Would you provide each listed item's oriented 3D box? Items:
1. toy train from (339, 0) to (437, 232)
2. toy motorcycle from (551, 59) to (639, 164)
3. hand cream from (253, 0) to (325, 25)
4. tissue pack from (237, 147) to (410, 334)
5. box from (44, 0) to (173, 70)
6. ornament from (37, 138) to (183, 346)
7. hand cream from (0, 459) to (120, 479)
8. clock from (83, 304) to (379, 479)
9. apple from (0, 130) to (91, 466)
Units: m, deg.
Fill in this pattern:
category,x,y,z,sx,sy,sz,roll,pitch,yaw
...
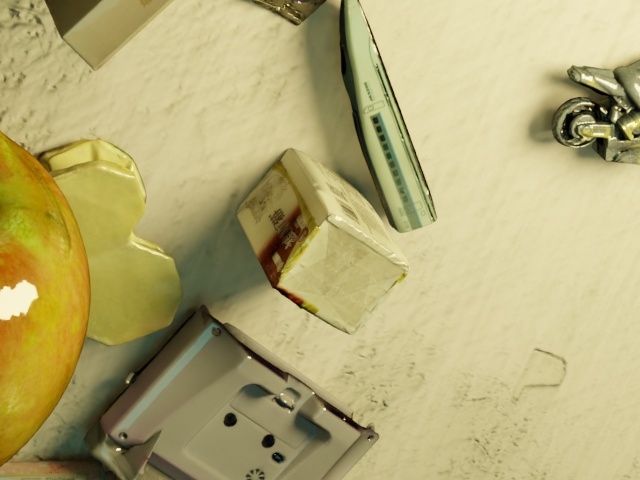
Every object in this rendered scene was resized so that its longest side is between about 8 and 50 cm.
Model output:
category,x,y,z,sx,sy,sz,roll,pitch,yaw
toy train,0.049,-0.123,1.852,0.048,0.055,0.252,-20,120,4
toy motorcycle,0.318,-0.132,1.924,0.193,0.061,0.124,10,114,-24
hand cream,0.007,-0.265,1.776,0.062,0.039,0.163,21,111,-42
tissue pack,0.000,0.001,1.842,0.106,0.148,0.099,34,103,-28
box,-0.083,-0.310,1.626,0.365,0.204,0.051,-41,121,6
ornament,-0.232,0.017,1.835,0.180,0.059,0.201,-20,122,-3
hand cream,-0.299,0.241,1.939,0.210,0.043,0.067,-1,114,-11
clock,-0.085,0.195,1.953,0.253,0.083,0.186,36,101,-29
apple,-0.365,0.050,1.657,0.340,0.339,0.339,-7,118,-14
